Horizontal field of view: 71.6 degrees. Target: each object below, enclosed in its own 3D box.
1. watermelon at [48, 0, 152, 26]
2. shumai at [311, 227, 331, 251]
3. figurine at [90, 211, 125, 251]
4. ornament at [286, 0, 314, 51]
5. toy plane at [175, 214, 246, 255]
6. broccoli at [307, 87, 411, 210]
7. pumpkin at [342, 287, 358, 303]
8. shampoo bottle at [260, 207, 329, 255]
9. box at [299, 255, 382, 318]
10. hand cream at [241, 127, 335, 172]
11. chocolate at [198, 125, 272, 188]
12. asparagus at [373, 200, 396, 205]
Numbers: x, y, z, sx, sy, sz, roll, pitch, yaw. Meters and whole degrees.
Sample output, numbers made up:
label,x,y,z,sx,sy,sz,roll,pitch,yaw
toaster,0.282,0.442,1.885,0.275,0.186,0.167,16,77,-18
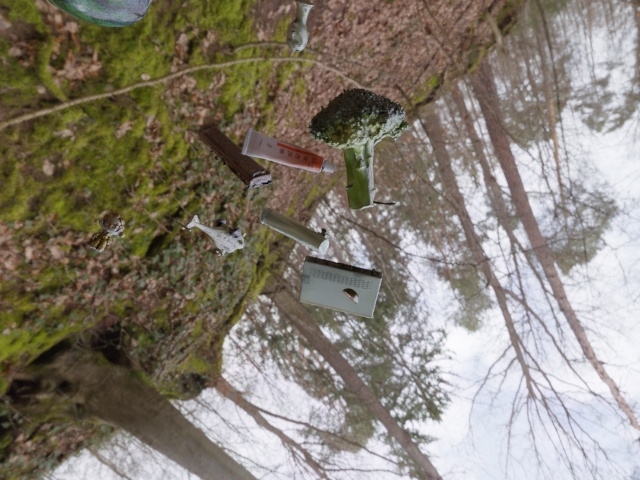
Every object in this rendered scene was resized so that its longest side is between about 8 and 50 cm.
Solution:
label,x,y,z,sx,sy,sz,roll,pitch,yaw
watermelon,-0.633,-0.688,1.174,0.222,0.319,0.292,-38,172,-49
shumai,0.000,0.000,1.620,0.080,0.083,0.082,-2,-118,-16
figurine,-0.721,-0.028,1.512,0.068,0.101,0.143,-29,-123,59
ornament,-0.073,-0.714,1.480,0.074,0.156,0.081,25,-143,10
toy plane,-0.320,-0.019,1.357,0.092,0.286,0.108,31,-95,27
broccoli,0.113,-0.311,1.495,0.397,0.353,0.275,-62,-158,15
pumpkin,0.101,0.173,1.419,0.050,0.083,0.028,34,-105,30
shampoo bottle,-0.073,-0.027,1.224,0.212,0.072,0.049,28,-103,26
box,0.067,0.158,1.535,0.270,0.211,0.045,11,-147,7
hand cream,-0.068,-0.197,1.012,0.038,0.216,0.052,148,-46,-68
chocolate,-0.286,-0.283,1.469,0.102,0.065,0.329,-22,-128,-39
asparagus,0.228,-0.141,1.669,0.114,0.015,0.014,9,-151,16
